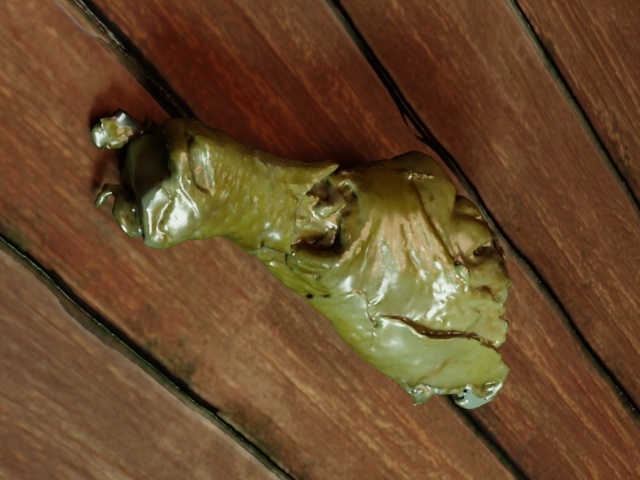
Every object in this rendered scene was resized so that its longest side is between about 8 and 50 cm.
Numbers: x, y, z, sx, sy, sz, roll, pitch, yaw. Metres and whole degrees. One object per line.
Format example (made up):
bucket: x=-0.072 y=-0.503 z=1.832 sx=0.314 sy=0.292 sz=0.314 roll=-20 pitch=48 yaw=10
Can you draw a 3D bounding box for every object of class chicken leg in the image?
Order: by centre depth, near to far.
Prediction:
chicken leg: x=0.000 y=0.000 z=1.138 sx=0.429 sy=0.152 sz=0.201 roll=22 pitch=93 yaw=-39
